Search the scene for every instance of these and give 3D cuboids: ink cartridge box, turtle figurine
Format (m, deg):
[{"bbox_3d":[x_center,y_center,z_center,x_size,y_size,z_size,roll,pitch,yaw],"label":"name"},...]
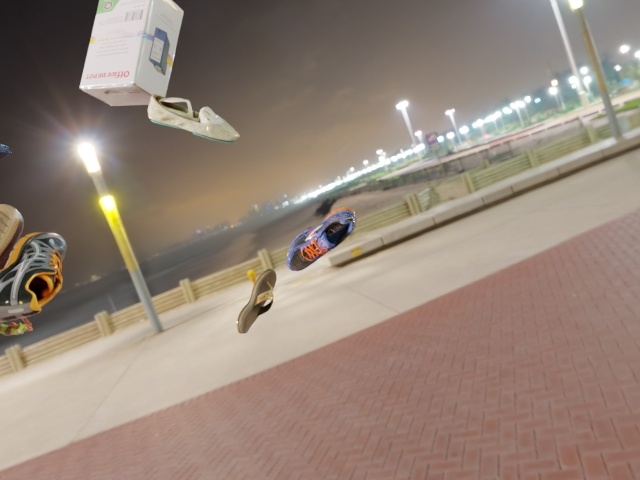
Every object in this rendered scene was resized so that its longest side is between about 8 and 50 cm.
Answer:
[{"bbox_3d":[-0.385,-0.390,1.025,0.155,0.212,0.093,4,-11,25],"label":"ink cartridge box"},{"bbox_3d":[-0.813,0.173,1.139,0.087,0.270,0.217,-58,14,-5],"label":"turtle figurine"}]

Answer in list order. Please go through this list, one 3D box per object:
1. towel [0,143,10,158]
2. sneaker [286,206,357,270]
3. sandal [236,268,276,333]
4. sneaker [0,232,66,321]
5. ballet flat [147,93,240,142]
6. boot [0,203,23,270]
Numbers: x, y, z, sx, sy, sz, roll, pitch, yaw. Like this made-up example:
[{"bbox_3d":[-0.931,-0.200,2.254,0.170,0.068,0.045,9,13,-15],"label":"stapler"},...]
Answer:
[{"bbox_3d":[-0.963,-0.261,1.446,0.067,0.029,0.119,-27,-10,14],"label":"towel"},{"bbox_3d":[0.000,0.000,1.276,0.221,0.083,0.087,-42,14,8],"label":"sneaker"},{"bbox_3d":[-0.144,0.152,1.225,0.049,0.072,0.180,10,52,23],"label":"sandal"},{"bbox_3d":[-0.429,0.055,0.761,0.083,0.084,0.214,-2,30,-1],"label":"sneaker"},{"bbox_3d":[-0.223,-0.217,0.887,0.168,0.052,0.057,14,32,-3],"label":"ballet flat"},{"bbox_3d":[-0.540,0.043,0.877,0.248,0.090,0.207,-47,-14,9],"label":"boot"}]
